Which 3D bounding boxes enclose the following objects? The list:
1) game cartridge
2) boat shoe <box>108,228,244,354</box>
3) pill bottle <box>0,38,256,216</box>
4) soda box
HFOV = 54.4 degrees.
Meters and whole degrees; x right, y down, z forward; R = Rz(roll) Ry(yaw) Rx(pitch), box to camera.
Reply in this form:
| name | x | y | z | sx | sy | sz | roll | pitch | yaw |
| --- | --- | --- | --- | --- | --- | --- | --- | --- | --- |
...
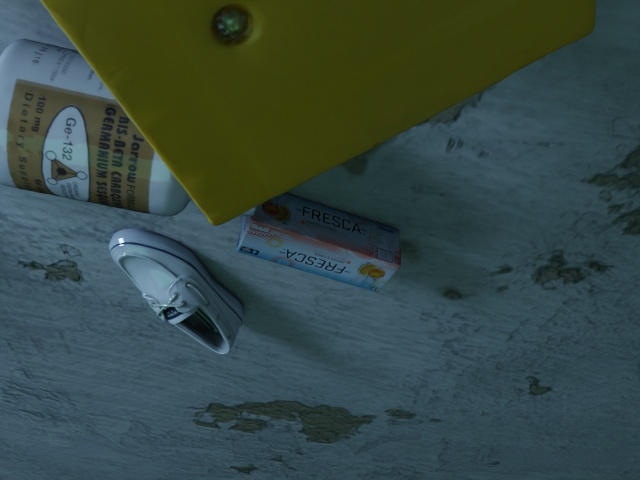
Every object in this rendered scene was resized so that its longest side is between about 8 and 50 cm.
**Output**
| name | x | y | z | sx | sy | sz | roll | pitch | yaw |
| --- | --- | --- | --- | --- | --- | --- | --- | --- | --- |
| game cartridge | 0.010 | -0.175 | 0.373 | 0.324 | 0.052 | 0.285 | -28 | 139 | 1 |
| boat shoe | -0.178 | 0.071 | 0.803 | 0.083 | 0.075 | 0.226 | -26 | 132 | 29 |
| pill bottle | -0.164 | -0.092 | 0.566 | 0.230 | 0.131 | 0.131 | 11 | 139 | -10 |
| soda box | 0.000 | 0.000 | 0.722 | 0.183 | 0.058 | 0.063 | 18 | 138 | -16 |
